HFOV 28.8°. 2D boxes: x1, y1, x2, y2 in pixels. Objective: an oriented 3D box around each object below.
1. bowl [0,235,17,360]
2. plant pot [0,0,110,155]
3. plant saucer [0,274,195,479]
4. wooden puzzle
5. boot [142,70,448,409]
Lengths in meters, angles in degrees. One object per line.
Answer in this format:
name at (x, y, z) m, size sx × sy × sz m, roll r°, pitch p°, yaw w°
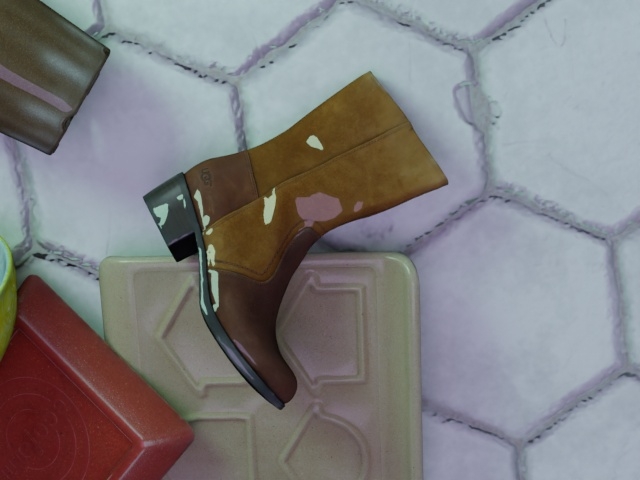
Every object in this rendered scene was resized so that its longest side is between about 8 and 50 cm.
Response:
bowl at (-0.438, 0.118, 1.285) m, size 0.289 × 0.289 × 0.156 m, roll -7°, pitch 122°, yaw 5°
plant pot at (-0.310, -0.179, 1.245) m, size 0.165 × 0.167 × 0.167 m, roll 29°, pitch 106°, yaw -14°
plant saucer at (-0.305, 0.215, 1.361) m, size 0.259 × 0.047 × 0.258 m, roll 43°, pitch 109°, yaw 9°
wooden puzzle at (-0.061, 0.164, 1.369) m, size 0.347 × 0.080 × 0.322 m, roll 0°, pitch 106°, yaw 8°
boot at (0.000, 0.000, 1.260) m, size 0.280 × 0.096 × 0.264 m, roll -27°, pitch 72°, yaw -5°
